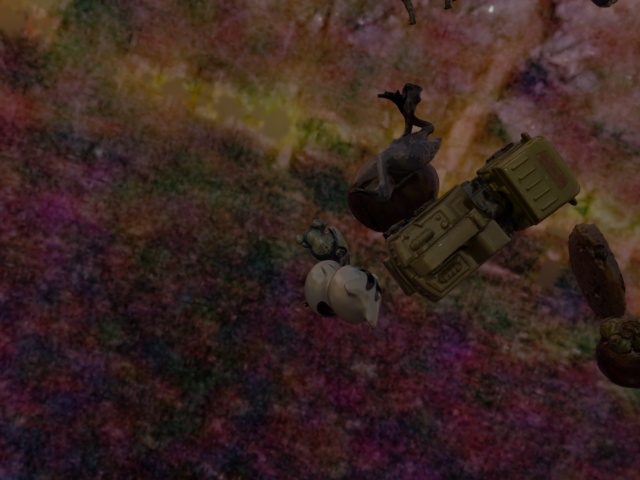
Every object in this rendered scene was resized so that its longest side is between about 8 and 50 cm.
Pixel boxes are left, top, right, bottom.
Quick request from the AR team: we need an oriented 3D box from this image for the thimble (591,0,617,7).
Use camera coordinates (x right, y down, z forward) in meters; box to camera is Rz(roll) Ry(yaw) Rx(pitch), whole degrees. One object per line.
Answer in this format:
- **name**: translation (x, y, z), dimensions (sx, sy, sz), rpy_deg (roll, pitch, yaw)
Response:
- **thimble**: translation (0.645, -0.644, 1.684), dimensions (0.172, 0.205, 0.236), rpy_deg (45, 22, 10)

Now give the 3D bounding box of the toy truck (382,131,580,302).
- **toy truck**: translation (0.316, -0.043, 1.515), dimensions (0.181, 0.405, 0.254), rpy_deg (54, -3, -2)

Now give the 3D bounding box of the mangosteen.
- **mangosteen**: translation (0.710, 0.247, 1.727), dimensions (0.166, 0.166, 0.180), rpy_deg (27, -30, 47)

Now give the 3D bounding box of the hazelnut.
- **hazelnut**: translation (0.177, -0.133, 1.904), dimensions (0.218, 0.233, 0.218), rpy_deg (59, 3, -5)

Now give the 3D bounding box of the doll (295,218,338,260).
- **doll**: translation (0.000, 0.000, 1.615), dimensions (0.083, 0.076, 0.050), rpy_deg (43, -1, 6)

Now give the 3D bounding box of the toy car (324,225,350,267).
- **toy car**: translation (0.050, 0.047, 2.143), dimensions (0.056, 0.205, 0.095), rpy_deg (-15, 41, -18)

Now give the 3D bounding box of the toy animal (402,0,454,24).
- **toy animal**: translation (0.224, -0.611, 1.792), dimensions (0.216, 0.176, 0.073), rpy_deg (-25, 21, -11)

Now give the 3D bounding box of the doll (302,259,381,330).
- **doll**: translation (0.044, 0.094, 1.370), dimensions (0.110, 0.107, 0.180), rpy_deg (49, -23, -20)

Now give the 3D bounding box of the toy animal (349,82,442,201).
- **toy animal**: translation (0.180, -0.194, 1.712), dimensions (0.195, 0.324, 0.090), rpy_deg (30, -24, -24)

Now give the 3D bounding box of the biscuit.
- **biscuit**: translation (0.735, 0.089, 2.038), dimensions (0.075, 0.296, 0.296), rpy_deg (-20, 6, 5)
